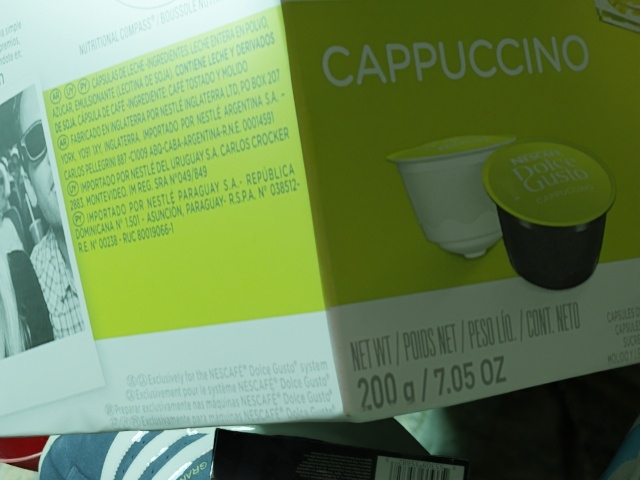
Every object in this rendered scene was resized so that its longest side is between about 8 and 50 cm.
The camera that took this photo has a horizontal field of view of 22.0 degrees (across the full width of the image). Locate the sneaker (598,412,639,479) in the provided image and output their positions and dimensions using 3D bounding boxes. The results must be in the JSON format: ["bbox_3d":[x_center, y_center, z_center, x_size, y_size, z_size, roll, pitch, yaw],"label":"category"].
[{"bbox_3d":[0.141,0.145,0.762,0.228,0.087,0.092,-57,20,-18],"label":"sneaker"}]

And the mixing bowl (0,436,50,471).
[{"bbox_3d":[-0.177,0.109,1.248,0.181,0.098,0.181,-21,46,23],"label":"mixing bowl"}]

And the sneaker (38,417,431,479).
[{"bbox_3d":[-0.085,0.182,1.006,0.350,0.131,0.148,-14,41,50],"label":"sneaker"}]

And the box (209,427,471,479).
[{"bbox_3d":[0.012,0.129,0.799,0.162,0.116,0.029,81,-164,-70],"label":"box"}]

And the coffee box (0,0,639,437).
[{"bbox_3d":[0.013,-0.092,0.832,0.338,0.338,0.334,-11,87,52],"label":"coffee box"}]
